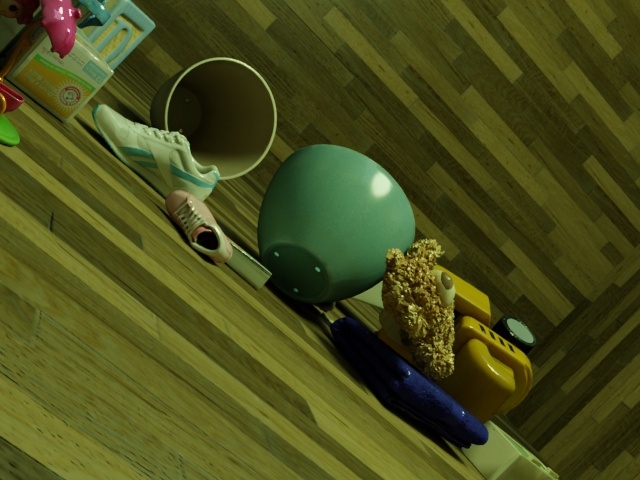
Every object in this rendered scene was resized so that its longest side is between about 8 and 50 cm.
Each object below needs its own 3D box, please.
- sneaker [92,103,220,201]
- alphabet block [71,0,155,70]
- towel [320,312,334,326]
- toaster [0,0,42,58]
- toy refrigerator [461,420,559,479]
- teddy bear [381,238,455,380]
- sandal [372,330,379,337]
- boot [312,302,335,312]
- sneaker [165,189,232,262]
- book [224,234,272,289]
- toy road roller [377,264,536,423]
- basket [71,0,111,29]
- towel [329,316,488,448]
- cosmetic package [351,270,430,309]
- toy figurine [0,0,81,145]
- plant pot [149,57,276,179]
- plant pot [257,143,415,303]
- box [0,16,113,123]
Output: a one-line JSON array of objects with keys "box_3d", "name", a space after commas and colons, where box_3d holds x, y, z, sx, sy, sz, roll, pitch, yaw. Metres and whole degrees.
[{"box_3d": [-0.266, -0.146, 1.432, 0.229, 0.092, 0.087, 41, 6, -24], "name": "sneaker"}, {"box_3d": [-0.513, -0.492, 1.935, 0.197, 0.192, 0.193, 46, 2, 8], "name": "alphabet block"}, {"box_3d": [0.035, 0.176, 1.758, 0.060, 0.009, 0.083, 40, 5, -40], "name": "towel"}, {"box_3d": [-0.446, -0.351, 1.214, 0.110, 0.186, 0.168, 37, 15, -45], "name": "toaster"}, {"box_3d": [0.404, 0.470, 1.833, 0.269, 0.094, 0.102, 42, 4, -45], "name": "toy refrigerator"}, {"box_3d": [0.200, 0.126, 1.593, 0.338, 0.113, 0.245, 70, 27, -47], "name": "teddy bear"}, {"box_3d": [0.195, 0.271, 1.999, 0.240, 0.079, 0.088, 22, 41, -23], "name": "sandal"}, {"box_3d": [-0.023, 0.103, 1.766, 0.118, 0.042, 0.087, 36, -7, -2], "name": "boot"}, {"box_3d": [-0.181, -0.026, 1.296, 0.134, 0.051, 0.070, 49, -1, 10], "name": "sneaker"}, {"box_3d": [-0.151, 0.011, 1.422, 0.144, 0.035, 0.096, 41, 0, -25], "name": "book"}, {"box_3d": [0.285, 0.234, 1.842, 0.330, 0.202, 0.240, 34, 25, -7], "name": "toy road roller"}, {"box_3d": [-0.524, -0.493, 1.666, 0.255, 0.201, 0.289, 44, -7, -26], "name": "basket"}, {"box_3d": [0.157, 0.268, 1.631, 0.308, 0.076, 0.228, 41, -2, -42], "name": "towel"}, {"box_3d": [0.130, 0.084, 2.149, 0.296, 0.129, 0.153, 21, 5, -7], "name": "cosmetic package"}, {"box_3d": [-0.328, -0.213, 0.913, 0.173, 0.159, 0.130, 43, 3, -15], "name": "toy figurine"}, {"box_3d": [-0.273, -0.279, 1.987, 0.256, 0.256, 0.274, 42, -12, -30], "name": "plant pot"}, {"box_3d": [0.000, 0.000, 1.608, 0.290, 0.290, 0.195, 44, 46, -6], "name": "plant pot"}, {"box_3d": [-0.399, -0.274, 1.303, 0.114, 0.103, 0.203, 41, 5, -40], "name": "box"}]
